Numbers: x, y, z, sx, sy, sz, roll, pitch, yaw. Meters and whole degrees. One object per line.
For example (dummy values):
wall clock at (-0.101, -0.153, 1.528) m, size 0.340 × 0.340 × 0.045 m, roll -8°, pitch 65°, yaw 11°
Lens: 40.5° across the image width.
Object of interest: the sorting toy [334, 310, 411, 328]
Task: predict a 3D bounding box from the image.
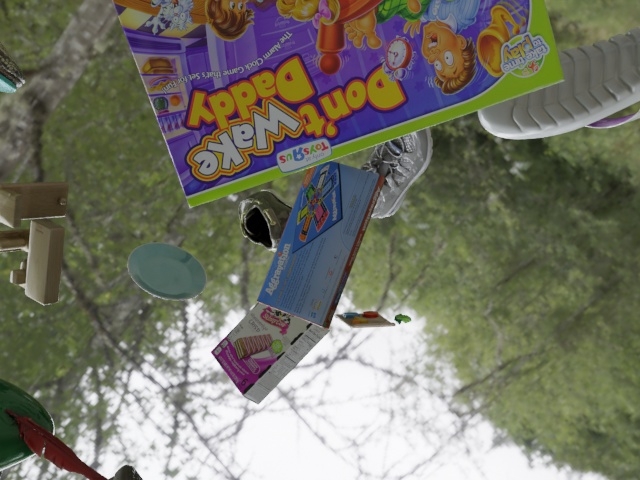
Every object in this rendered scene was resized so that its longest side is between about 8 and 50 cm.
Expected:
sorting toy at (0.065, 0.093, 1.044) m, size 0.083 × 0.012 × 0.062 m, roll -1°, pitch -172°, yaw -21°

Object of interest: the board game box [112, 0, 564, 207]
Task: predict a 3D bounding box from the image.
board game box at (0.011, -0.197, 0.761) m, size 0.078 × 0.347 × 0.233 m, roll -106°, pitch -3°, yaw -77°

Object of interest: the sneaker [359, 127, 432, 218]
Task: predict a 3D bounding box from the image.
sneaker at (0.137, -0.140, 1.740) m, size 0.115 × 0.281 × 0.105 m, roll -24°, pitch -125°, yaw -37°

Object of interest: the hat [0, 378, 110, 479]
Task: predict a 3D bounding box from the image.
hat at (-0.370, 0.235, 1.163) m, size 0.173 × 0.183 × 0.209 m, roll 156°, pitch 101°, yaw -86°

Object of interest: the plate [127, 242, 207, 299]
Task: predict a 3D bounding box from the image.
plate at (-0.354, 0.076, 1.995) m, size 0.188 × 0.024 × 0.188 m, roll 19°, pitch -144°, yaw -14°

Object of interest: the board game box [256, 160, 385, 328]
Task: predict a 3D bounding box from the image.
board game box at (0.000, 0.000, 1.528) m, size 0.145 × 0.281 × 0.027 m, roll 19°, pitch 175°, yaw 27°

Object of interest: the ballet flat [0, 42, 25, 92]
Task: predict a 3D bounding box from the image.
ballet flat at (-0.724, -0.393, 1.439) m, size 0.482 × 0.164 × 0.182 m, roll 12°, pitch -99°, yaw -22°

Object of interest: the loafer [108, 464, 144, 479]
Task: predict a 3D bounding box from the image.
loafer at (-0.300, 0.470, 1.253) m, size 0.134 × 0.130 × 0.366 m, roll 59°, pitch 177°, yaw -16°

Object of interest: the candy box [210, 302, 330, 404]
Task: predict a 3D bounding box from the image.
candy box at (-0.114, 0.225, 1.936) m, size 0.159 × 0.233 × 0.071 m, roll 44°, pitch 180°, yaw 41°

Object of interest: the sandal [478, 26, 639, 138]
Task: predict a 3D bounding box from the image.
sandal at (0.456, -0.236, 1.354) m, size 0.169 × 0.416 × 0.102 m, roll -91°, pitch -24°, yaw -43°

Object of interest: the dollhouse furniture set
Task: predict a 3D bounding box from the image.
dollhouse furniture set at (-0.402, 0.000, 1.315) m, size 0.151 × 0.144 × 0.123 m, roll 20°, pitch -163°, yaw 37°

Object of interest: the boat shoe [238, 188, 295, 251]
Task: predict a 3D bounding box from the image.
boat shoe at (-0.118, -0.043, 1.838) m, size 0.091 × 0.109 × 0.305 m, roll -12°, pitch -164°, yaw -24°
